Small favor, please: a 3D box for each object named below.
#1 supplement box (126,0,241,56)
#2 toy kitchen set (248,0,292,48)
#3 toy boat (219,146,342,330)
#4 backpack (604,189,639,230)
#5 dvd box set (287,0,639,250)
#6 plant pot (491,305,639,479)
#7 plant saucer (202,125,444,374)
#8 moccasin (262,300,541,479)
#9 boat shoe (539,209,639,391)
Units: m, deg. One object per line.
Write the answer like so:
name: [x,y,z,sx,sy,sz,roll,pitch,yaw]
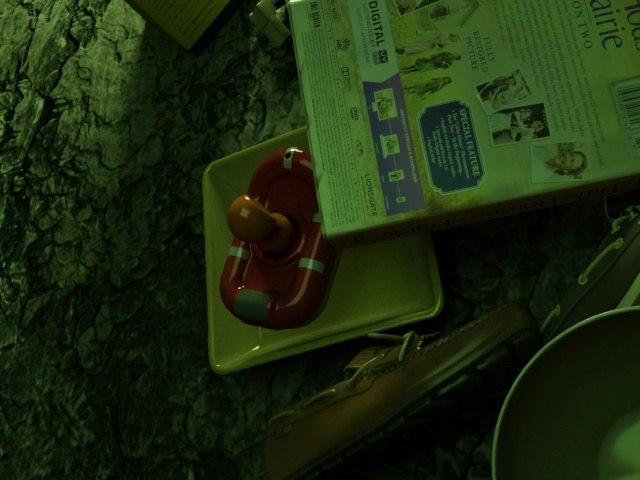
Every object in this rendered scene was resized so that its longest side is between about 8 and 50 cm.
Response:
supplement box: [-0.298,-0.508,1.311,0.194,0.356,0.195,-50,55,1]
toy kitchen set: [-0.073,-0.365,1.325,0.083,0.075,0.068,-46,5,-35]
toy boat: [-0.060,-0.013,0.983,0.151,0.151,0.231,7,72,31]
backpack: [0.379,-0.042,0.885,0.114,0.084,0.105,1,72,23]
dvd box set: [0.188,-0.177,0.884,0.420,0.062,0.308,-12,72,9]
plant pot: [0.319,0.216,0.730,0.284,0.191,0.284,-7,73,23]
plant saucer: [0.000,0.000,1.086,0.332,0.081,0.333,-18,61,21]
moccasin: [0.082,0.174,0.927,0.380,0.139,0.147,-40,48,30]
boat shoe: [0.328,0.029,0.815,0.097,0.116,0.324,53,129,43]
